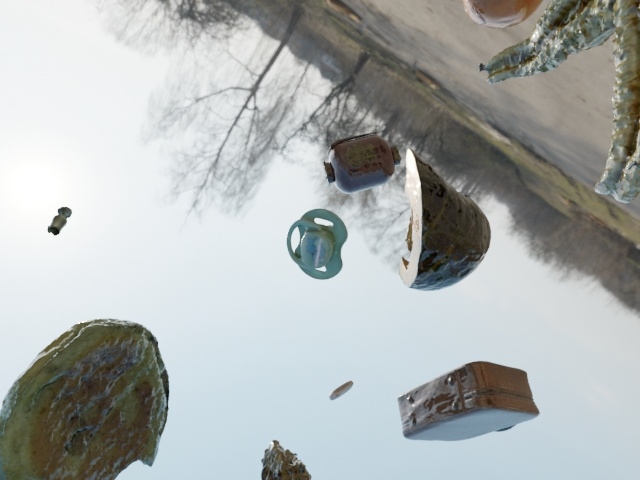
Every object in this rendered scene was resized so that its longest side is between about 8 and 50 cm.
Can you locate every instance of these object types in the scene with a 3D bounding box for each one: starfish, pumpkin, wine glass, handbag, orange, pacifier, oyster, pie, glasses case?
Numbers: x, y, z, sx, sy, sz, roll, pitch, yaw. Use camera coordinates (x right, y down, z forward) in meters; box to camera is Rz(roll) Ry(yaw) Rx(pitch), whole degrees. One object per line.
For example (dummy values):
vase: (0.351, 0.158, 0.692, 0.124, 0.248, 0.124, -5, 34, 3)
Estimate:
starfish: (0.297, -0.267, 0.542, 0.082, 0.324, 0.432, -2, -132, -10)
pumpkin: (0.225, -0.013, 0.837, 0.163, 0.279, 0.111, -5, -149, -3)
wine glass: (-0.660, -0.049, 1.266, 0.083, 0.042, 0.039, -94, -16, -53)
handbag: (0.223, 0.252, 0.762, 0.151, 0.193, 0.072, 16, -130, -29)
orange: (0.456, -0.687, 1.270, 0.284, 0.226, 0.284, 41, -144, -40)
pacifier: (0.000, 0.000, 1.010, 0.126, 0.150, 0.116, 8, -157, 17)
oyster: (-0.068, 0.465, 0.972, 0.056, 0.105, 0.177, 58, -171, -37)
pie: (-0.318, 0.254, 0.704, 0.066, 0.303, 0.302, 8, -174, 25)
glasses case: (0.057, 0.406, 1.354, 0.083, 0.032, 0.021, -21, -125, -37)

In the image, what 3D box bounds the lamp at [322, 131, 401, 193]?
lamp: (0.134, -0.252, 1.608, 0.180, 0.258, 0.180, 163, 90, -89)
